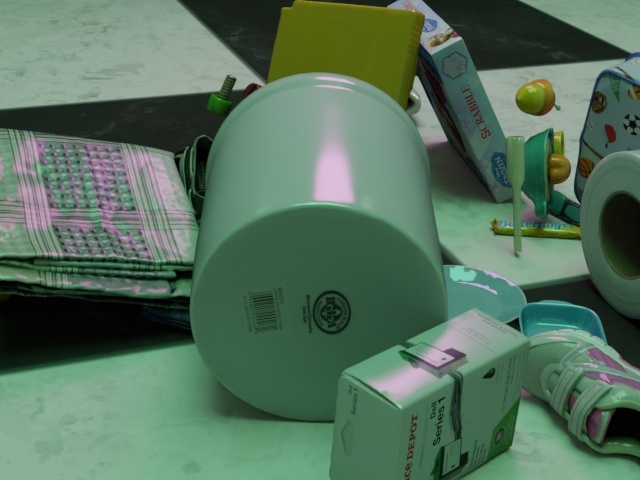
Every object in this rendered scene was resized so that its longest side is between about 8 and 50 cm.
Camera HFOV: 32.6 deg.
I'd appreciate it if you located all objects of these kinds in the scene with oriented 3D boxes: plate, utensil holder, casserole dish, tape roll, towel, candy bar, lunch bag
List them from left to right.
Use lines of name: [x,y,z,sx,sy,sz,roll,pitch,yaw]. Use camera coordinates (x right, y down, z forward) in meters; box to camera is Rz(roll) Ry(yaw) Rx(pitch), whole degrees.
towel: [-0.322,-0.041,1.528,0.312,0.056,0.324,7,42,-28]
towel: [-0.185,0.102,1.527,0.120,0.029,0.067,11,28,18]
utensil holder: [0.000,0.000,1.428,0.328,0.327,0.385,2,28,-2]
plate: [0.205,0.088,1.599,0.188,0.024,0.188,2,27,-1]
candy bar: [0.365,-0.019,1.838,0.162,0.018,0.040,4,26,2]
casserole dish: [0.328,0.141,1.489,0.114,0.037,0.188,4,27,3]
lunch bag: [0.546,-0.135,1.782,0.115,0.303,0.243,-31,47,-32]
tape roll: [0.514,-0.016,1.592,0.169,0.246,0.246,-7,28,-20]

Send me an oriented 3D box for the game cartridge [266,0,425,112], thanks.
game cartridge: [0.027,-0.251,1.916,0.285,0.323,0.053,14,3,33]

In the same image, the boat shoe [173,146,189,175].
boat shoe: [-0.199,-0.076,1.772,0.355,0.130,0.132,-20,34,-38]

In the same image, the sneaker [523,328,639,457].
sneaker: [0.334,0.188,1.319,0.252,0.102,0.111,20,29,32]

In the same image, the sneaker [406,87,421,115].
sneaker: [0.065,-0.299,2.266,0.305,0.114,0.152,-5,26,-15]

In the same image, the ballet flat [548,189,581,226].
ballet flat: [0.431,-0.053,1.900,0.041,0.041,0.114,-11,30,-26]

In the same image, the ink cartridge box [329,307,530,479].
ink cartridge box: [0.123,0.192,1.227,0.219,0.160,0.093,-21,37,-38]

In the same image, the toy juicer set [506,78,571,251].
toy juicer set: [0.371,-0.152,1.826,0.090,0.209,0.329,1,33,19]

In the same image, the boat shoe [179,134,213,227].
boat shoe: [-0.169,-0.053,1.664,0.078,0.070,0.219,-8,72,-24]

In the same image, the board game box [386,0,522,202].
board game box: [0.246,-0.267,2.008,0.066,0.318,0.318,-28,28,3]

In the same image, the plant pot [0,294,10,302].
plant pot: [-0.523,0.016,1.504,0.188,0.205,0.205,5,22,-31]

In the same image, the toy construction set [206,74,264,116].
toy construction set: [-0.043,-0.102,1.752,0.258,0.237,0.309,28,13,13]
